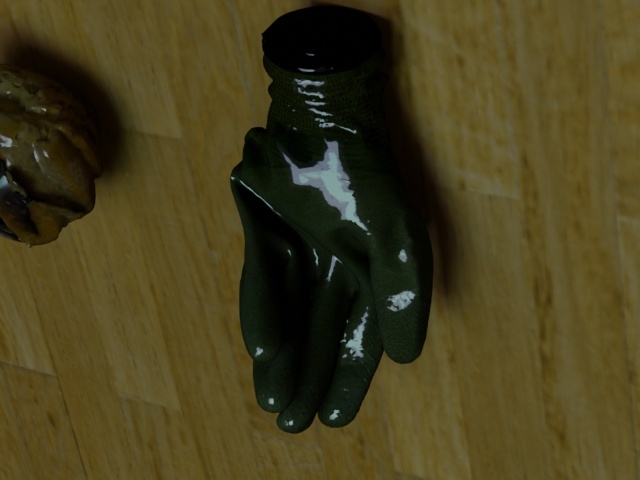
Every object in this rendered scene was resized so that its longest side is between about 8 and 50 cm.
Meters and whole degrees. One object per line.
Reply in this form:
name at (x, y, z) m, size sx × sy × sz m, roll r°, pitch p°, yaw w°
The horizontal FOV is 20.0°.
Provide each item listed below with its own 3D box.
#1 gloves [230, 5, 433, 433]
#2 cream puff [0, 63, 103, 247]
gloves at (0.006, -0.008, 1.106) m, size 0.135 × 0.107 × 0.268 m, roll 11°, pitch 111°, yaw 21°
cream puff at (-0.204, -0.064, 1.224) m, size 0.133 × 0.104 × 0.119 m, roll 54°, pitch 170°, yaw 0°
